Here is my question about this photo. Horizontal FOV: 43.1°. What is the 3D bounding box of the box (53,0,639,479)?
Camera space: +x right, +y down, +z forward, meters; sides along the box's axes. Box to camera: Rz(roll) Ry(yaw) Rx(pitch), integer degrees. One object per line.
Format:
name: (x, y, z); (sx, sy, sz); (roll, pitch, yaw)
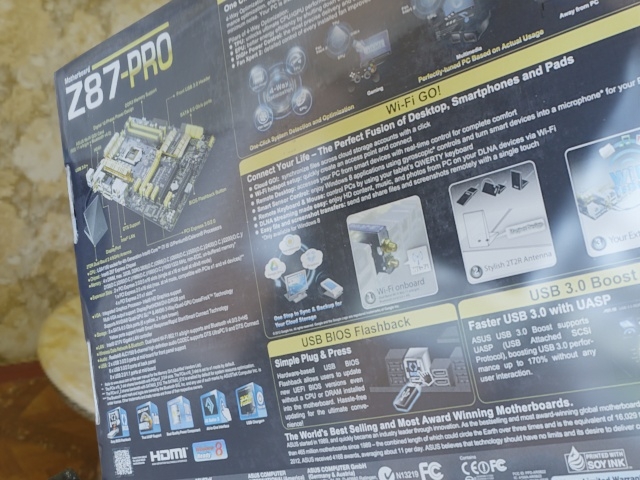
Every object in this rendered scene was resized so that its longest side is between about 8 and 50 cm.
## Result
box: (0.019, -0.008, 0.441); (0.395, 0.318, 0.097); (-18, -10, 35)

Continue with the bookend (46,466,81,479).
bookend: (-0.245, 0.255, 0.566); (0.072, 0.157, 0.156); (49, 14, 9)
